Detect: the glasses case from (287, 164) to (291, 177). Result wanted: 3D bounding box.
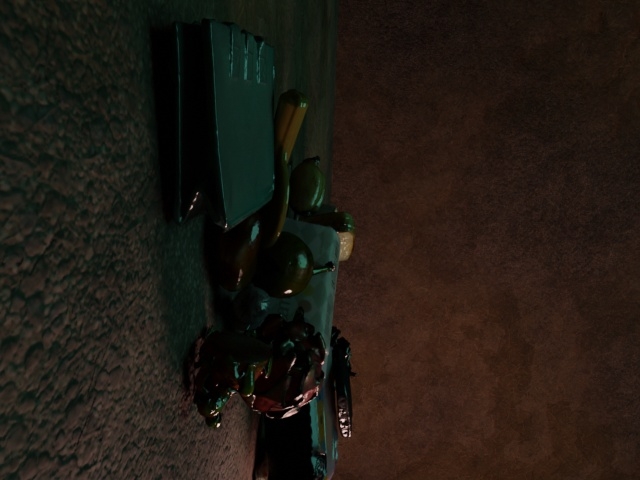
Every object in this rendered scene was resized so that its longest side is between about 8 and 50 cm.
[{"bbox_3d":[-0.117,-0.103,1.140,0.204,0.071,0.047,-81,176,-48],"label":"glasses case"}]

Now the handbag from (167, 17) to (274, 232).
[{"bbox_3d":[-0.144,-0.168,0.735,0.268,0.100,0.274,-60,152,-69],"label":"handbag"}]

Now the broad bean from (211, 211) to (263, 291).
[{"bbox_3d":[-0.144,0.018,0.869,0.165,0.085,0.114,96,19,-49],"label":"broad bean"}]

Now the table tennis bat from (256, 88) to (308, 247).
[{"bbox_3d":[-0.091,-0.128,0.923,0.198,0.050,0.320,64,-38,41],"label":"table tennis bat"}]

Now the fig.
[{"bbox_3d":[-0.066,0.057,1.172,0.259,0.152,0.151,9,85,-67],"label":"fig"}]

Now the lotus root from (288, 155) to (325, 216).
[{"bbox_3d":[-0.042,-0.178,1.591,0.125,0.118,0.220,74,21,-73],"label":"lotus root"}]

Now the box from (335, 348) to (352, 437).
[{"bbox_3d":[0.064,0.419,1.385,0.201,0.042,0.212,-88,173,-63],"label":"box"}]

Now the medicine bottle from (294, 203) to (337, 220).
[{"bbox_3d":[-0.016,-0.059,1.799,0.147,0.143,0.147,4,90,-79],"label":"medicine bottle"}]

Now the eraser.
[{"bbox_3d":[-0.059,0.130,1.262,0.082,0.213,0.396,112,-12,-54],"label":"eraser"}]

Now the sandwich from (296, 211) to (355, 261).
[{"bbox_3d":[0.000,-0.001,1.630,0.251,0.226,0.087,86,-5,-67],"label":"sandwich"}]

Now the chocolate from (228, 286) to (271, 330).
[{"bbox_3d":[-0.135,0.130,0.945,0.167,0.072,0.072,134,-35,-65],"label":"chocolate"}]

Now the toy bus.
[{"bbox_3d":[-0.041,0.457,1.312,0.162,0.171,0.385,2,84,-58],"label":"toy bus"}]

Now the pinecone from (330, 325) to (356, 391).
[{"bbox_3d":[-0.014,0.358,1.572,0.243,0.257,0.243,6,90,-68],"label":"pinecone"}]

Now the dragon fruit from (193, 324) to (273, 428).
[{"bbox_3d":[-0.156,0.206,0.809,0.142,0.139,0.175,49,61,-49],"label":"dragon fruit"}]

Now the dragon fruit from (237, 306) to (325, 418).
[{"bbox_3d":[-0.080,0.249,0.998,0.193,0.192,0.274,59,-30,-1],"label":"dragon fruit"}]

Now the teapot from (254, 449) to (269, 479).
[{"bbox_3d":[-0.123,0.640,1.428,0.245,0.116,0.159,94,-11,-79],"label":"teapot"}]
